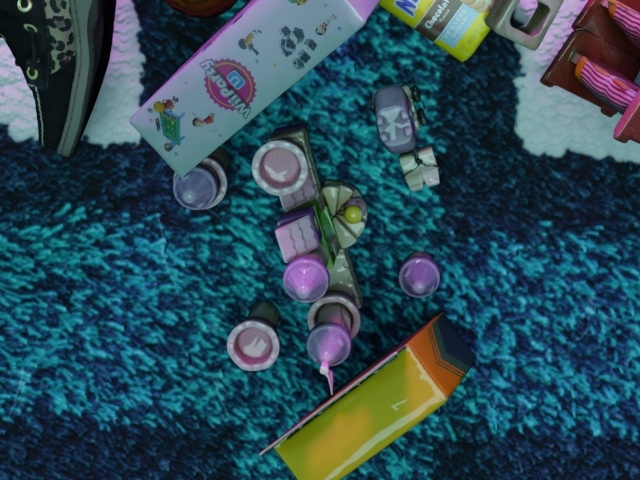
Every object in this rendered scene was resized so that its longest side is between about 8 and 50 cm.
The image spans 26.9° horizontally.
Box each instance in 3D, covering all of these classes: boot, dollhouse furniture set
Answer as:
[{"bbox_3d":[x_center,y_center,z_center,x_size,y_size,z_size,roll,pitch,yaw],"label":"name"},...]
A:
[{"bbox_3d":[-0.385,-0.270,1.539,0.284,0.138,0.377,12,141,-4],"label":"boot"},{"bbox_3d":[0.263,-0.237,1.473,0.374,0.201,0.152,22,107,-24],"label":"dollhouse furniture set"}]

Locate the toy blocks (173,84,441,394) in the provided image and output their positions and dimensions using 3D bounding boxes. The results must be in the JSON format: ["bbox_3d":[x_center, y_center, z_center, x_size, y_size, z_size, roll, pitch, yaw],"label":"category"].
[{"bbox_3d":[0.000,0.000,1.588,0.308,0.260,0.289,-15,104,9],"label":"toy blocks"}]

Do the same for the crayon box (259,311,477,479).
[{"bbox_3d":[0.067,0.196,1.603,0.203,0.323,0.083,-38,85,14],"label":"crayon box"}]

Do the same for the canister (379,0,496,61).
[{"bbox_3d":[0.135,-0.307,1.585,0.170,0.073,0.126,33,107,-7],"label":"canister"}]

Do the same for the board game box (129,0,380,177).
[{"bbox_3d":[-0.052,-0.230,1.501,0.303,0.224,0.097,-36,103,34],"label":"board game box"}]

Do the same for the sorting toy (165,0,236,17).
[{"bbox_3d":[-0.250,-0.387,1.563,0.365,0.126,0.127,36,106,-7],"label":"sorting toy"}]
